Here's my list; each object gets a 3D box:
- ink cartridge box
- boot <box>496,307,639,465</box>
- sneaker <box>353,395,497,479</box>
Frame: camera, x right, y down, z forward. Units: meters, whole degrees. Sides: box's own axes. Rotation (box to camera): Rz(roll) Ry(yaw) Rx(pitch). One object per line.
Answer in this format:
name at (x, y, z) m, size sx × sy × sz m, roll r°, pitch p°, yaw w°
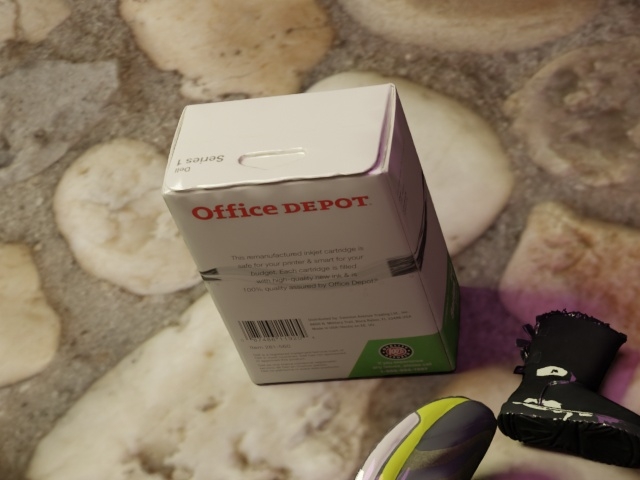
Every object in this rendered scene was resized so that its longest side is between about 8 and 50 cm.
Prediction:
ink cartridge box at (0.000, 0.000, 1.180) m, size 0.160 × 0.219 × 0.092 m, roll -5°, pitch 47°, yaw 15°
boot at (0.187, 0.100, 1.147) m, size 0.121 × 0.045 × 0.099 m, roll 9°, pitch 48°, yaw 27°
sneaker at (0.061, 0.233, 1.035) m, size 0.121 × 0.111 × 0.300 m, roll 15°, pitch 60°, yaw 18°
